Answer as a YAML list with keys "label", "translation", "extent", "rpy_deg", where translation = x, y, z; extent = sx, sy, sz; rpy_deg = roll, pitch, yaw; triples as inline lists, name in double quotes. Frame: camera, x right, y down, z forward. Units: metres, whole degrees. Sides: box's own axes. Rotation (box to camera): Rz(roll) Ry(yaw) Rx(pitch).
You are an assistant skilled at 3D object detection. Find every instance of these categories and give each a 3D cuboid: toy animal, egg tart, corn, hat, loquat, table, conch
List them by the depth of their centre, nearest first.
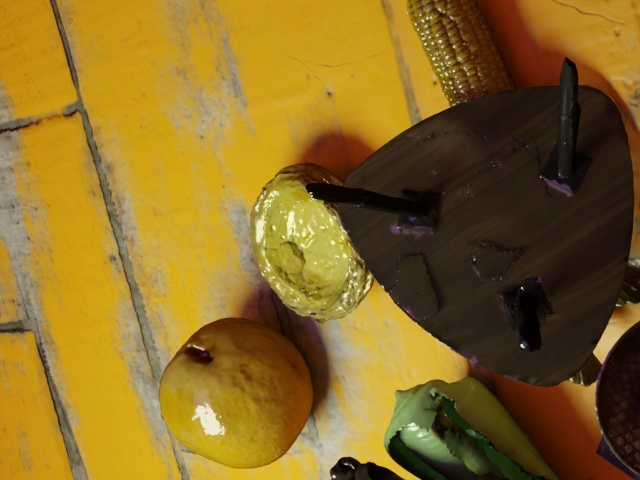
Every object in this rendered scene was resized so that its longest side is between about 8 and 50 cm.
- label: "table"
  translation: [0.167, -0.009, 1.278]
  extent: [0.317, 0.249, 0.317]
  rpy_deg: [-1, 85, 14]
- label: "hat"
  translation: [0.374, 0.150, 1.370]
  extent: [0.193, 0.082, 0.193]
  rpy_deg: [1, 101, 7]
- label: "toy animal"
  translation: [0.256, 0.077, 1.456]
  extent: [0.155, 0.219, 0.095]
  rpy_deg: [-104, 3, -55]
- label: "corn"
  translation: [0.164, -0.184, 1.459]
  extent: [0.080, 0.080, 0.238]
  rpy_deg: [-28, 86, 48]
- label: "conch"
  translation: [0.186, 0.249, 1.554]
  extent: [0.250, 0.137, 0.143]
  rpy_deg: [37, 128, 30]
- label: "egg tart"
  translation: [0.002, 0.000, 1.690]
  extent: [0.212, 0.090, 0.213]
  rpy_deg: [19, 117, 43]
- label: "loquat"
  translation: [-0.113, 0.206, 1.810]
  extent: [0.208, 0.208, 0.208]
  rpy_deg: [19, 118, 41]

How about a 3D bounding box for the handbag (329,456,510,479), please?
- label: "handbag"
  translation: [0.154, 0.360, 1.550]
  extent: [0.285, 0.113, 0.257]
  rpy_deg: [4, 131, 41]

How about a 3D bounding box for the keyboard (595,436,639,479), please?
- label: "keyboard"
  translation: [0.377, 0.255, 1.447]
  extent: [0.176, 0.014, 0.055]
  rpy_deg: [34, 126, 33]
